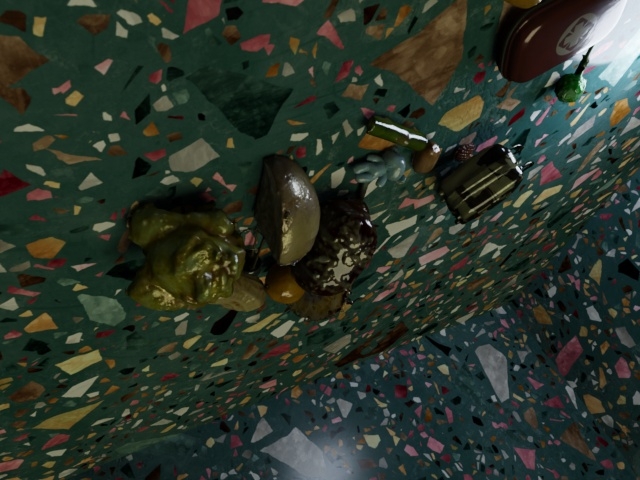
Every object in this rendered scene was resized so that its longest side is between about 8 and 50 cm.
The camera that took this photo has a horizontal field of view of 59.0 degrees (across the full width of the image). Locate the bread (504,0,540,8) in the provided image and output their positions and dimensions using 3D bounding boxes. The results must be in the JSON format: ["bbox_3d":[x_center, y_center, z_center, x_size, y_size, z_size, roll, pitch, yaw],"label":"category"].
[{"bbox_3d":[0.389,-0.639,1.188,0.375,0.165,0.237,-5,145,-42],"label":"bread"}]

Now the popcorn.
[{"bbox_3d":[-0.351,0.066,1.490,0.325,0.290,0.321,-42,154,-21],"label":"popcorn"}]

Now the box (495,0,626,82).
[{"bbox_3d":[0.680,-0.605,1.588,0.403,0.108,0.263,-30,153,-4],"label":"box"}]

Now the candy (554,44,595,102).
[{"bbox_3d":[0.867,-0.595,1.839,0.097,0.097,0.324,-15,141,-27],"label":"candy"}]

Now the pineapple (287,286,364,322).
[{"bbox_3d":[0.027,0.186,2.148,0.262,0.263,0.271,-37,163,11],"label":"pineapple"}]

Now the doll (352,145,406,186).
[{"bbox_3d":[0.180,-0.221,1.754,0.179,0.120,0.075,-15,-170,-12],"label":"doll"}]

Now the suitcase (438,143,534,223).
[{"bbox_3d":[0.588,-0.217,2.014,0.339,0.194,0.351,-35,170,9],"label":"suitcase"}]

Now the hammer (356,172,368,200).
[{"bbox_3d":[0.132,-0.138,1.891,0.111,0.033,0.288,-19,150,-23],"label":"hammer"}]

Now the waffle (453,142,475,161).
[{"bbox_3d":[0.502,-0.308,1.980,0.083,0.029,0.075,-29,153,-6],"label":"waffle"}]

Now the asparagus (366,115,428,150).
[{"bbox_3d":[0.220,-0.314,1.659,0.060,0.067,0.277,-18,162,41],"label":"asparagus"}]

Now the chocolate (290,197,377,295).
[{"bbox_3d":[0.048,0.030,1.775,0.225,0.210,0.340,30,100,-22],"label":"chocolate"}]

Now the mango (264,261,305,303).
[{"bbox_3d":[-0.102,0.126,1.942,0.109,0.147,0.227,-38,-175,46],"label":"mango"}]

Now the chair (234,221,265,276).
[{"bbox_3d":[-0.222,0.021,1.748,0.095,0.104,0.222,4,139,-8],"label":"chair"}]

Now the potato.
[{"bbox_3d":[-0.059,-0.096,1.593,0.189,0.211,0.264,-14,144,-26],"label":"potato"}]

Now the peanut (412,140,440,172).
[{"bbox_3d":[0.343,-0.267,1.845,0.076,0.076,0.152,-22,157,-17],"label":"peanut"}]

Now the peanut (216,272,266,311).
[{"bbox_3d":[-0.299,0.154,1.832,0.153,0.140,0.325,-26,155,29],"label":"peanut"}]
